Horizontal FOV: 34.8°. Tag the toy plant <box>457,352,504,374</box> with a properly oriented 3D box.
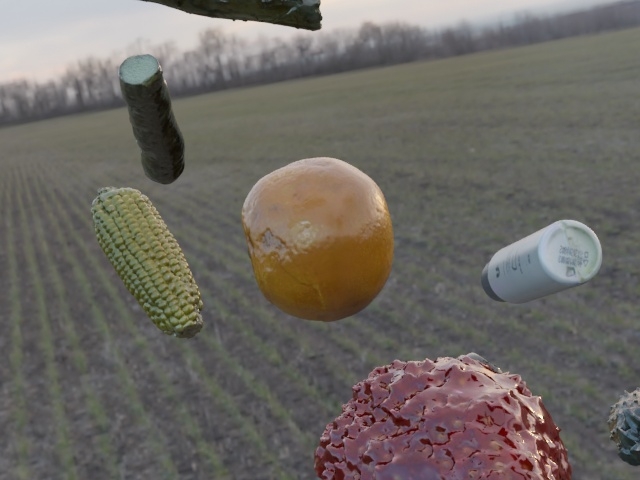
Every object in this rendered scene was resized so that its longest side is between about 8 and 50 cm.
[{"bbox_3d":[0.147,0.231,1.247,0.200,0.105,0.143,-50,0,-7],"label":"toy plant"}]

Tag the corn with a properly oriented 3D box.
[{"bbox_3d":[-0.325,0.034,1.920,0.130,0.347,0.130,-30,-19,-11],"label":"corn"}]

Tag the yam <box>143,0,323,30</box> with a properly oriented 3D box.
[{"bbox_3d":[-0.149,-0.325,1.316,0.317,0.067,0.071,7,45,-8],"label":"yam"}]

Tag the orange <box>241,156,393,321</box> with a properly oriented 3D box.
[{"bbox_3d":[0.000,0.000,1.610,0.261,0.261,0.261,-11,10,2],"label":"orange"}]

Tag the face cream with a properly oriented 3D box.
[{"bbox_3d":[0.302,0.043,1.478,0.092,0.092,0.311,-13,-9,-11],"label":"face cream"}]

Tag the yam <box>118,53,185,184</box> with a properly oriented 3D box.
[{"bbox_3d":[-0.200,-0.142,1.217,0.061,0.061,0.274,-12,-18,-6],"label":"yam"}]

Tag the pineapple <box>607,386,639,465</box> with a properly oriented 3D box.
[{"bbox_3d":[0.599,0.358,1.810,0.141,0.170,0.310,-37,-4,9],"label":"pineapple"}]

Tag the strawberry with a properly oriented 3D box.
[{"bbox_3d":[0.100,0.220,0.869,0.261,0.261,0.257,-9,-18,17],"label":"strawberry"}]
